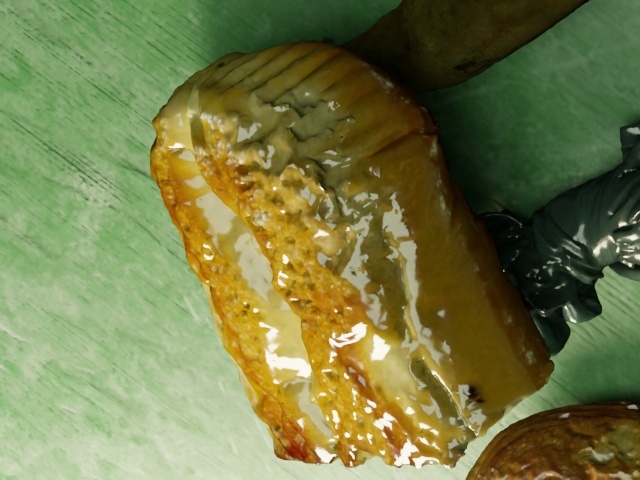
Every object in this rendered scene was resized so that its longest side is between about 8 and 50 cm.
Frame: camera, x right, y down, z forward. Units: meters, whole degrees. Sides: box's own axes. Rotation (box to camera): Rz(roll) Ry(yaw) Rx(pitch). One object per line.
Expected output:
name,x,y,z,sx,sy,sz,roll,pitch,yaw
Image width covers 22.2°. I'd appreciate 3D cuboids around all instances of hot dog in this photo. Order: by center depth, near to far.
hot dog,0.000,0.000,1.438,0.367,0.196,0.365,-10,114,56
hot dog,0.266,0.238,1.515,0.259,0.114,0.175,0,116,24

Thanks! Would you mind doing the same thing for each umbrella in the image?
umbrella,0.276,-0.025,1.410,0.349,0.094,0.143,-30,102,27

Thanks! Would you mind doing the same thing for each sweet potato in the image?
sweet potato,0.147,-0.218,1.369,0.423,0.130,0.130,-36,95,37
